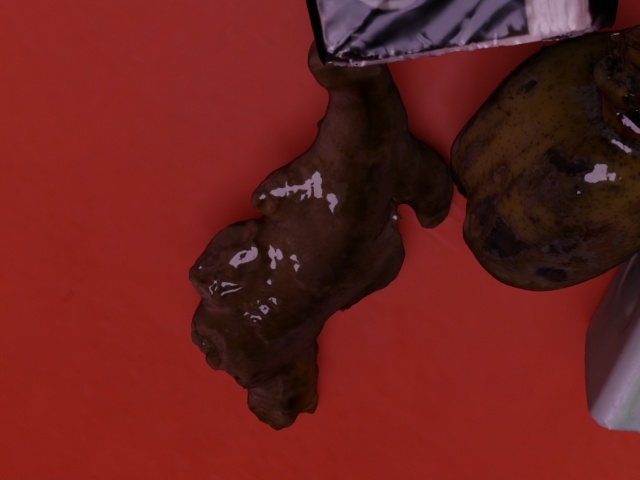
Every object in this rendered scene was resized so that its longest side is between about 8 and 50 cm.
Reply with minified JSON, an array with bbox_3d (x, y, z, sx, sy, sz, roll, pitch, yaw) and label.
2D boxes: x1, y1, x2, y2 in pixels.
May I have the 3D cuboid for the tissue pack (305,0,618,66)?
[{"bbox_3d":[0.067,-0.312,0.967,0.198,0.210,0.370,-6,110,13],"label":"tissue pack"}]

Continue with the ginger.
[{"bbox_3d":[-0.001,0.002,1.164,0.166,0.080,0.333,8,120,-33],"label":"ginger"}]

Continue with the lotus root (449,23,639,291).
[{"bbox_3d":[0.178,-0.061,1.038,0.154,0.154,0.278,28,152,-3],"label":"lotus root"}]

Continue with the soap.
[{"bbox_3d":[0.274,-0.004,1.085,0.088,0.160,0.265,23,113,0],"label":"soap"}]
